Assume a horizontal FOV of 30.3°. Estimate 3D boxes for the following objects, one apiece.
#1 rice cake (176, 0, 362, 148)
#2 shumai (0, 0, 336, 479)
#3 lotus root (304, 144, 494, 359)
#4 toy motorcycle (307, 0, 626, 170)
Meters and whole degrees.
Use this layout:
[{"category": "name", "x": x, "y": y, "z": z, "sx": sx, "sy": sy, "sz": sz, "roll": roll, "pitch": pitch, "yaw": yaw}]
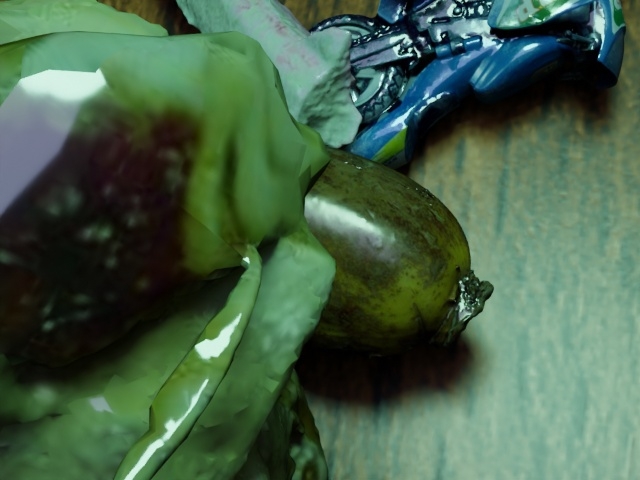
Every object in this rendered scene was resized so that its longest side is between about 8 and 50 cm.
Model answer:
[{"category": "rice cake", "x": -0.054, "y": -0.166, "z": 0.776, "sx": 0.051, "sy": 0.081, "sz": 0.290, "roll": -2, "pitch": 38, "yaw": -36}, {"category": "shumai", "x": -0.127, "y": 0.055, "z": 0.512, "sx": 0.395, "sy": 0.348, "sz": 0.395, "roll": 16, "pitch": 46, "yaw": -17}, {"category": "lotus root", "x": 0.000, "y": 0.000, "z": 0.689, "sx": 0.209, "sy": 0.120, "sz": 0.120, "roll": 21, "pitch": 70, "yaw": 15}, {"category": "toy motorcycle", "x": 0.101, "y": -0.126, "z": 0.751, "sx": 0.254, "sy": 0.092, "sz": 0.136, "roll": -29, "pitch": 73, "yaw": 5}]
